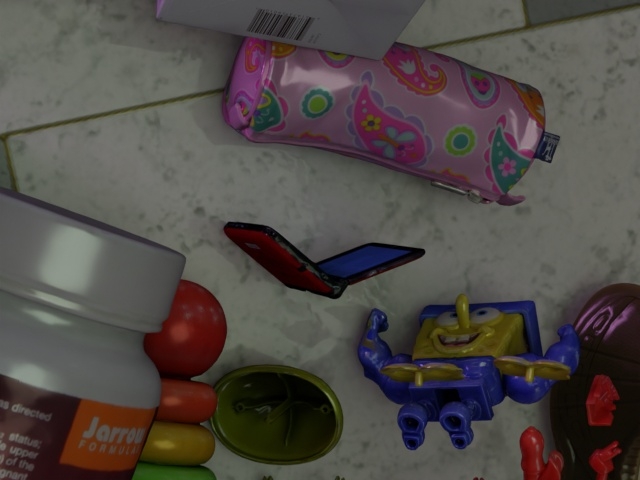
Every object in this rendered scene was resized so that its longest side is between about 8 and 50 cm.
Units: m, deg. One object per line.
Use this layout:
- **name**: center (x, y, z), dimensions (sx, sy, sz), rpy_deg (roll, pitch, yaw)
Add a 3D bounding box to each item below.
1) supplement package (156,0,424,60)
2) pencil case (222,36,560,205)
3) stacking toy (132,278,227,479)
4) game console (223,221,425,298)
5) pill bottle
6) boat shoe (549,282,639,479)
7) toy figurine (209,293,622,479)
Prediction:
- **supplement package**: center (-0.009, -0.318, 1.242), dimensions (0.199, 0.198, 0.262), rpy_deg (8, 64, -18)
- **pencil case**: center (0.060, -0.115, 1.364), dimensions (0.284, 0.124, 0.124), rpy_deg (15, 88, -20)
- **stacking toy**: center (-0.140, 0.196, 1.315), dimensions (0.141, 0.141, 0.330), rpy_deg (8, 87, -18)
- **game console**: center (0.000, 0.000, 1.338), dimensions (0.124, 0.144, 0.085), rpy_deg (41, 80, -15)
- **pill bottle**: center (-0.256, 0.164, 1.201), dimensions (0.224, 0.224, 0.392), rpy_deg (20, 90, -18)
- **boat shoe**: center (0.284, 0.190, 1.472), dimensions (0.098, 0.109, 0.302), rpy_deg (2, 92, -58)
- **toy figurine**: center (0.109, 0.139, 1.394), dimensions (0.362, 0.217, 0.191), rpy_deg (-6, 115, 25)
